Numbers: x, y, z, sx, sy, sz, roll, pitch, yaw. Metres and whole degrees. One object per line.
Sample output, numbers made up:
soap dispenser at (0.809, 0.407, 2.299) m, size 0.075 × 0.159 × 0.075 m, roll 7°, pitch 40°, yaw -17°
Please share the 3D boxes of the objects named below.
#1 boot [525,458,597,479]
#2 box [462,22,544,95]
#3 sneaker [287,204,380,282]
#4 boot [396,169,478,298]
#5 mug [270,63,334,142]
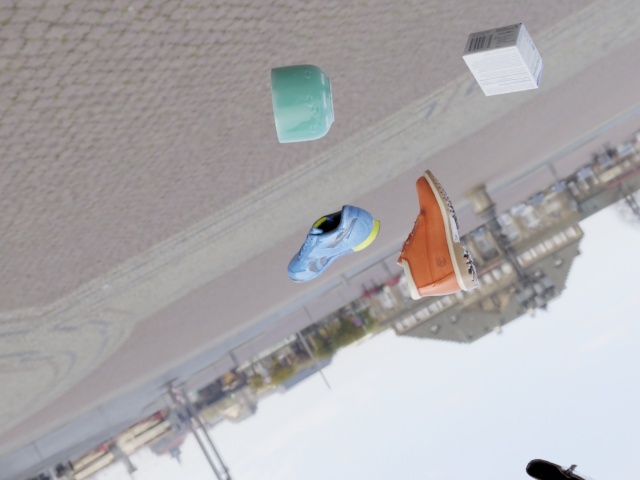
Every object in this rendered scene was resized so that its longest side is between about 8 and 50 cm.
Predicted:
boot at (0.466, 0.442, 1.319) m, size 0.090 × 0.248 × 0.207 m, roll -63°, pitch 147°, yaw -11°
box at (0.399, -0.392, 1.747) m, size 0.126 × 0.137 × 0.072 m, roll -2°, pitch -123°, yaw 37°
sneaker at (0.000, 0.000, 1.286) m, size 0.209 × 0.082 × 0.069 m, roll -33°, pitch -143°, yaw 42°
boot at (0.123, -0.007, 0.938) m, size 0.085 × 0.158 × 0.059 m, roll -20°, pitch 152°, yaw 18°
mug at (-0.028, -0.243, 1.378) m, size 0.097 × 0.129 × 0.157 m, roll -6°, pitch -140°, yaw 3°
